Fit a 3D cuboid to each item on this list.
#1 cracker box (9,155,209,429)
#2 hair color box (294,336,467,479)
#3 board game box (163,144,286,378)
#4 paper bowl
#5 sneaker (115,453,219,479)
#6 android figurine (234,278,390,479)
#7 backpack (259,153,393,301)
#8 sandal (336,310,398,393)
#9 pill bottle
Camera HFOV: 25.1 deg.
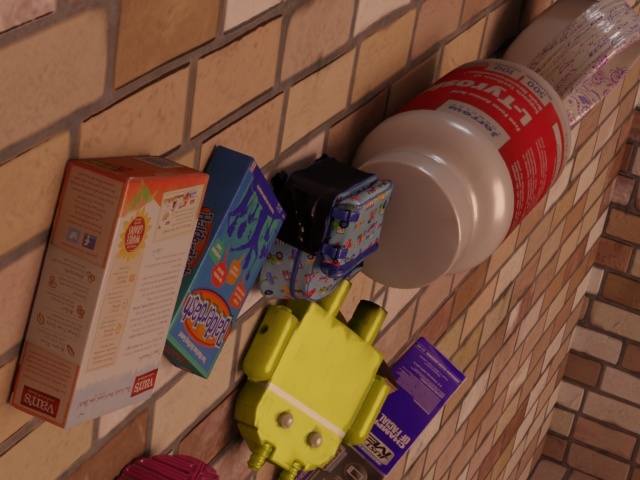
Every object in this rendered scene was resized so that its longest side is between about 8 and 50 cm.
[{"bbox_3d":[-0.190,0.042,1.310,0.156,0.067,0.232,-11,118,-68],"label":"cracker box"},{"bbox_3d":[0.076,0.295,2.157,0.185,0.110,0.339,-51,174,31],"label":"hair color box"},{"bbox_3d":[-0.115,0.026,1.534,0.210,0.047,0.160,-64,161,-14],"label":"board game box"},{"bbox_3d":[0.410,-0.299,2.421,0.284,0.148,0.284,-40,169,-9],"label":"paper bowl"},{"bbox_3d":[-0.200,0.332,1.545,0.252,0.103,0.111,-44,153,-40],"label":"sneaker"},{"bbox_3d":[-0.011,0.184,1.857,0.248,0.056,0.273,41,70,-40],"label":"android figurine"},{"bbox_3d":[0.000,0.000,1.726,0.158,0.117,0.173,-27,137,-63],"label":"backpack"},{"bbox_3d":[0.024,0.163,2.007,0.079,0.088,0.240,-32,136,9],"label":"sandal"},{"bbox_3d":[0.178,-0.090,1.950,0.408,0.229,0.229,-41,146,-56],"label":"pill bottle"}]
